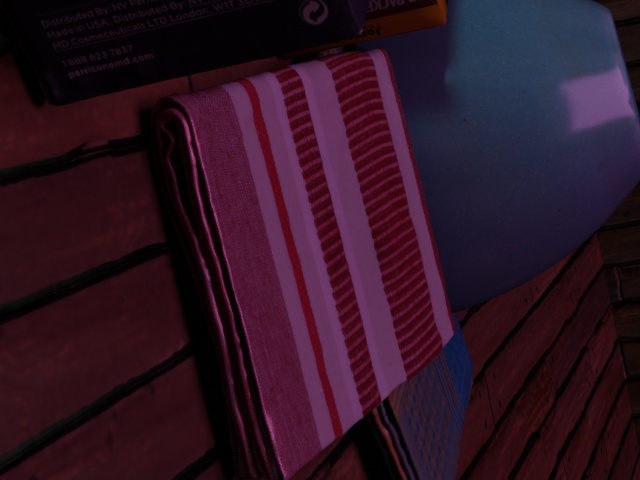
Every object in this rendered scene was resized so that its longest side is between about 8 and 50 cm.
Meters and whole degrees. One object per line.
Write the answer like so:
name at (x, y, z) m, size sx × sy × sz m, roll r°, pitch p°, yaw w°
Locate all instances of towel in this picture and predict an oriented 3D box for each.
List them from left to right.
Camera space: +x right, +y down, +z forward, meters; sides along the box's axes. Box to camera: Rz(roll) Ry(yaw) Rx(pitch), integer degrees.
towel at (0.000, 0.000, 1.082) m, size 0.329 × 0.037 × 0.237 m, roll -27°, pitch 105°, yaw -64°
towel at (0.045, 0.022, 1.289) m, size 0.271 × 0.040 × 0.370 m, roll -70°, pitch 144°, yaw -60°

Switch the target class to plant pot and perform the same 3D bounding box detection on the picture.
plant pot at (0.163, -0.101, 1.351) m, size 0.290 × 0.195 × 0.290 m, roll -14°, pitch 90°, yaw -78°

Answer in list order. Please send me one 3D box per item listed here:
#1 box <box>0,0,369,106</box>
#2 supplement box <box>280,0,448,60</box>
box at (-0.086, -0.280, 0.808) m, size 0.296 × 0.183 × 0.294 m, roll -80°, pitch 153°, yaw -48°
supplement box at (0.009, -0.273, 1.182) m, size 0.194 × 0.129 × 0.191 m, roll -83°, pitch 156°, yaw -45°
